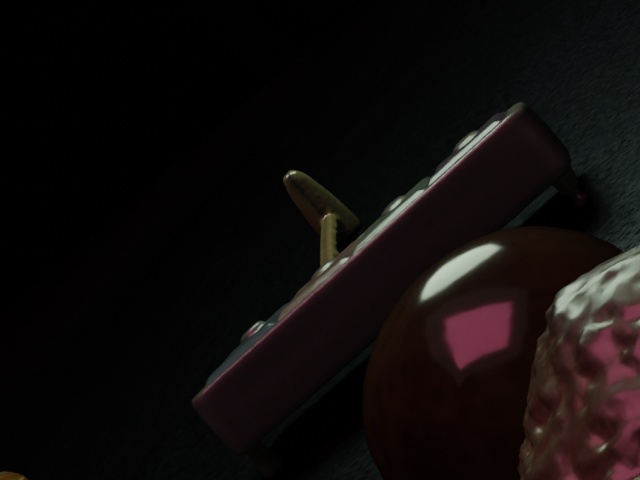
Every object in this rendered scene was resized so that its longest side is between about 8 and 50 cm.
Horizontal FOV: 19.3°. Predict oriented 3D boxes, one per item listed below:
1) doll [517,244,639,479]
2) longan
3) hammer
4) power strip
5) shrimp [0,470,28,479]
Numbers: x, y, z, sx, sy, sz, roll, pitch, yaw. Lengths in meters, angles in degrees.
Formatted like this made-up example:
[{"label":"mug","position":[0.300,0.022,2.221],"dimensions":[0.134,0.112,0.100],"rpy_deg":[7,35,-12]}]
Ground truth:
[{"label":"doll","position":[0.063,0.099,0.366],"dimensions":[0.203,0.091,0.286],"rpy_deg":[-51,8,18]},{"label":"longan","position":[0.061,0.049,0.557],"dimensions":[0.113,0.092,0.113],"rpy_deg":[-30,34,23]},{"label":"hammer","position":[0.000,0.000,1.198],"dimensions":[0.028,0.060,0.195],"rpy_deg":[-41,13,10]},{"label":"power strip","position":[0.038,0.018,0.952],"dimensions":[0.215,0.061,0.145],"rpy_deg":[-41,2,11]},{"label":"shrimp","position":[-0.297,0.259,1.222],"dimensions":[0.294,0.062,0.154],"rpy_deg":[-48,9,-4]}]
